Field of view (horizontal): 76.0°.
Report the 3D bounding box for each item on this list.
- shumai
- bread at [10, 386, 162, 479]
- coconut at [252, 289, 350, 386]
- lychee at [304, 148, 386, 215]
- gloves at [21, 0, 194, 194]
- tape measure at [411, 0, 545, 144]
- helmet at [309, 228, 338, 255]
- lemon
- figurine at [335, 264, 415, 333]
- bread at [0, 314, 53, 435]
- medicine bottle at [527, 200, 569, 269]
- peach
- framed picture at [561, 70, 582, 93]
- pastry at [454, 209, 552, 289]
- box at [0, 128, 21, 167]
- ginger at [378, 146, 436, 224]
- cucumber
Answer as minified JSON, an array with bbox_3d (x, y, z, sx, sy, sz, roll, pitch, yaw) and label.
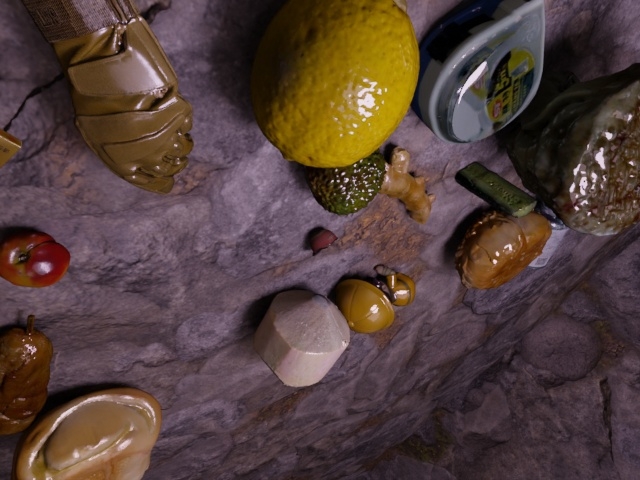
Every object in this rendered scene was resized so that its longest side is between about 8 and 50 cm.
[{"bbox_3d":[0.608,-0.220,0.966,0.396,0.348,0.394,-7,110,-18],"label":"shumai"},{"bbox_3d":[-0.559,0.479,0.982,0.316,0.211,0.270,-11,132,-43],"label":"bread"},{"bbox_3d":[-0.046,0.243,1.086,0.239,0.239,0.244,0,131,-36],"label":"coconut"},{"bbox_3d":[0.056,-0.132,0.828,0.171,0.171,0.171,-19,138,-18],"label":"lychee"},{"bbox_3d":[-0.259,-0.185,0.562,0.154,0.141,0.331,-25,140,-14],"label":"gloves"},{"bbox_3d":[0.313,-0.329,0.825,0.262,0.138,0.259,-36,140,1],"label":"tape measure"},{"bbox_3d":[-0.002,0.000,1.004,0.084,0.049,0.065,-35,-176,44],"label":"helmet"},{"bbox_3d":[0.020,-0.243,0.624,0.268,0.267,0.267,-19,138,-18],"label":"lemon"},{"bbox_3d":[0.168,0.175,1.212,0.257,0.167,0.192,-18,125,-23],"label":"figurine"},{"bbox_3d":[-0.612,0.278,0.827,0.124,0.084,0.343,6,126,-39],"label":"bread"},{"bbox_3d":[0.787,-0.039,1.447,0.142,0.141,0.293,-19,139,-19],"label":"medicine bottle"},{"bbox_3d":[-0.472,0.033,0.674,0.101,0.100,0.100,-19,138,-18],"label":"peach"},{"bbox_3d":[0.695,-0.322,1.191,0.315,0.024,0.232,10,124,-42],"label":"framed picture"},{"bbox_3d":[0.558,0.013,1.304,0.316,0.184,0.284,-32,144,-8],"label":"pastry"},{"bbox_3d":[-0.505,-0.105,0.562,0.156,0.022,0.089,-39,140,6],"label":"box"},{"bbox_3d":[0.212,-0.120,1.023,0.118,0.065,0.299,-39,144,12],"label":"ginger"},{"bbox_3d":[0.453,-0.124,1.071,0.078,0.211,0.062,-33,139,-5],"label":"cucumber"}]
